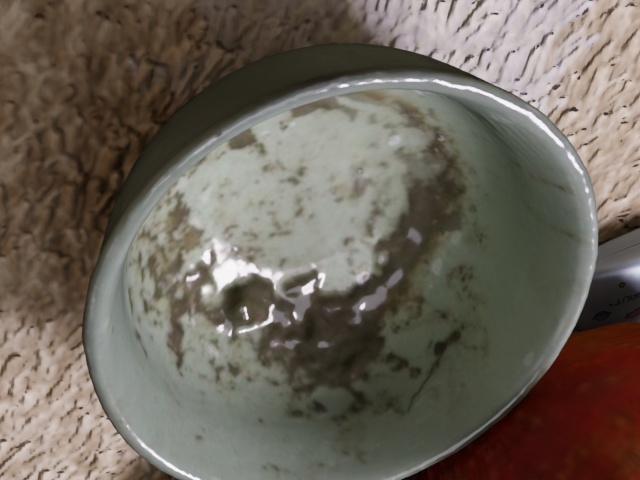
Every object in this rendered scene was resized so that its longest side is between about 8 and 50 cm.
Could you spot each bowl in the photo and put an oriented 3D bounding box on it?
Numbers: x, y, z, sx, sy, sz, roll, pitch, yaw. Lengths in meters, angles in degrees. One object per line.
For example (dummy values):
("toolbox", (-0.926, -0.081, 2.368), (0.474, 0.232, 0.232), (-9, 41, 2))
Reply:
("bowl", (0.000, 0.000, 0.656), (0.289, 0.146, 0.289), (-10, 127, -14))

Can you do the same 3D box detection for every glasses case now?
("glasses case", (0.262, 0.017, 0.846), (0.178, 0.045, 0.067), (-21, 132, -8))

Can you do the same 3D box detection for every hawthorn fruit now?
("hawthorn fruit", (0.226, 0.168, 0.783), (0.330, 0.287, 0.287), (-36, 135, -28))

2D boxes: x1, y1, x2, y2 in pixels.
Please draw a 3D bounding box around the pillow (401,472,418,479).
("pillow", (-0.032, 0.229, 0.852), (0.223, 0.084, 0.236), (29, 112, -38))
